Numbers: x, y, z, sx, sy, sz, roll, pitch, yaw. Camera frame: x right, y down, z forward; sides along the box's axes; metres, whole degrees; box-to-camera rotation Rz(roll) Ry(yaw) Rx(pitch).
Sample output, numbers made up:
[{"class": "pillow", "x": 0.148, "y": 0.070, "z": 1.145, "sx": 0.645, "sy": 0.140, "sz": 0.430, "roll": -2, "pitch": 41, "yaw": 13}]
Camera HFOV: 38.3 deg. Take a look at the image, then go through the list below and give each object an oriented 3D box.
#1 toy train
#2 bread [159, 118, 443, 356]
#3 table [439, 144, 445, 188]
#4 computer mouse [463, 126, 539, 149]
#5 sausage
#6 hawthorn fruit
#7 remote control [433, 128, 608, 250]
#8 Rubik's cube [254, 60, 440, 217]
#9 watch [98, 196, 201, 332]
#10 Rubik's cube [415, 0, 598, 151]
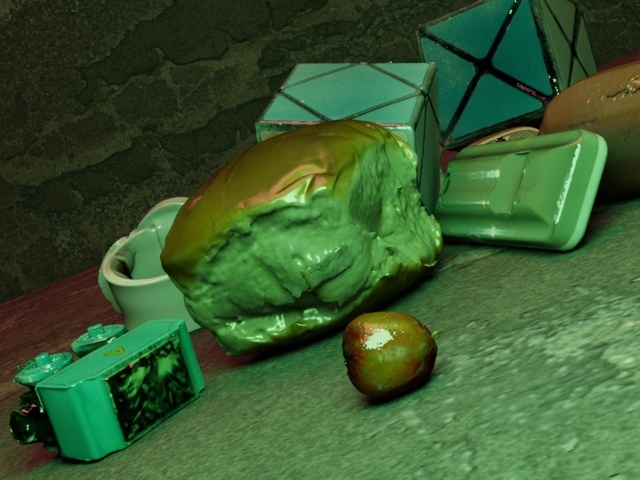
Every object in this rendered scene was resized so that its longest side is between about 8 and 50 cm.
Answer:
[{"class": "toy train", "x": -0.222, "y": 0.153, "z": 0.970, "sx": 0.154, "sy": 0.107, "sz": 0.198, "roll": -6, "pitch": 16, "yaw": 39}, {"class": "bread", "x": -0.018, "y": -0.008, "z": 1.028, "sx": 0.250, "sy": 0.225, "sz": 0.279, "roll": -20, "pitch": 12, "yaw": 27}, {"class": "table", "x": 0.140, "y": -0.140, "z": 1.581, "sx": 0.166, "sy": 0.198, "sz": 0.166, "roll": -22, "pitch": 8, "yaw": 3}, {"class": "computer mouse", "x": 0.307, "y": -0.141, "z": 1.568, "sx": 0.145, "sy": 0.082, "sz": 0.236, "roll": -22, "pitch": 7, "yaw": 1}, {"class": "sausage", "x": 0.367, "y": -0.128, "z": 1.045, "sx": 0.152, "sy": 0.152, "sz": 0.279, "roll": -27, "pitch": 8, "yaw": -31}, {"class": "hawthorn fruit", "x": 0.054, "y": 0.091, "z": 0.737, "sx": 0.077, "sy": 0.077, "sz": 0.077, "roll": -22, "pitch": 8, "yaw": 3}, {"class": "remote control", "x": 0.217, "y": -0.060, "z": 1.088, "sx": 0.065, "sy": 0.128, "sz": 0.335, "roll": 20, "pitch": -3, "yaw": -14}, {"class": "Rubik's cube", "x": 0.047, "y": -0.107, "z": 1.228, "sx": 0.205, "sy": 0.207, "sz": 0.205, "roll": 2, "pitch": 32, "yaw": 15}, {"class": "watch", "x": -0.243, "y": 0.069, "z": 1.455, "sx": 0.244, "sy": 0.196, "sz": 0.231, "roll": -17, "pitch": 30, "yaw": 2}, {"class": "Rubik's cube", "x": 0.358, "y": -0.313, "z": 1.734, "sx": 0.259, "sy": 0.260, "sz": 0.255, "roll": -20, "pitch": -12, "yaw": 33}]
